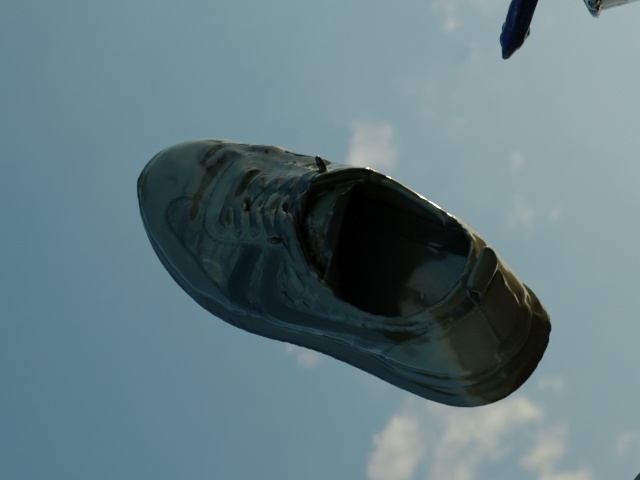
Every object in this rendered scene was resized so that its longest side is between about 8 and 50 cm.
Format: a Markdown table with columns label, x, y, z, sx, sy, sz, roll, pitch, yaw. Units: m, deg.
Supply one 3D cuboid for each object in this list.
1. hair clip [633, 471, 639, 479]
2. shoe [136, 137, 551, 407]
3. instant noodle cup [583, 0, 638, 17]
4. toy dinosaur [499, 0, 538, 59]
| label | x | y | z | sx | sy | sz | roll | pitch | yaw |
| --- | --- | --- | --- | --- | --- | --- | --- | --- | --- |
| hair clip | 0.161 | 0.131 | 0.529 | 0.054 | 0.140 | 0.220 | -99 | 14 | -68 |
| shoe | 0.000 | 0.000 | 0.889 | 0.103 | 0.275 | 0.098 | -58 | -30 | -22 |
| instant noodle cup | 0.244 | -0.254 | 0.751 | 0.284 | 0.312 | 0.284 | -20 | -90 | -80 |
| toy dinosaur | 0.149 | -0.256 | 0.938 | 0.188 | 0.075 | 0.248 | -55 | -25 | -38 |
